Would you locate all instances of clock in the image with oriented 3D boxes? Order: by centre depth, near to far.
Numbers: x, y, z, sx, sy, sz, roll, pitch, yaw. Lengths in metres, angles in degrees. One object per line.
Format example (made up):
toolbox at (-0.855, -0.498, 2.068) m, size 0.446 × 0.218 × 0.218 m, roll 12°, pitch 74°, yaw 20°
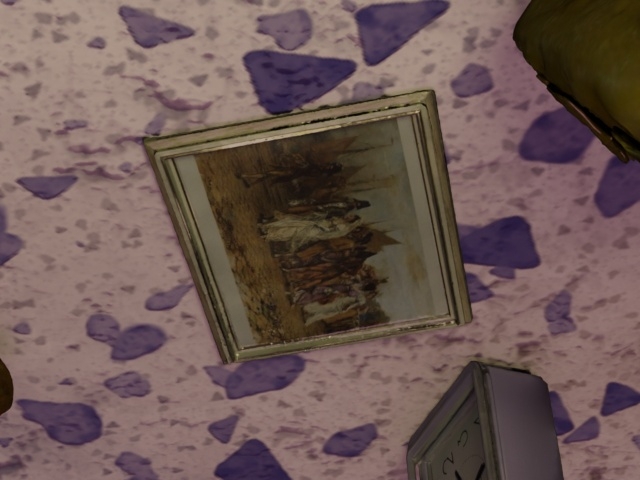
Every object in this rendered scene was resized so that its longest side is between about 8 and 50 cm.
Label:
clock at (0.137, 0.216, 1.488) m, size 0.073 × 0.193 × 0.144 m, roll 14°, pitch 134°, yaw -19°

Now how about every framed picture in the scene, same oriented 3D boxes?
framed picture at (0.000, 0.000, 1.358) m, size 0.217 × 0.017 × 0.274 m, roll -11°, pitch 138°, yaw 5°

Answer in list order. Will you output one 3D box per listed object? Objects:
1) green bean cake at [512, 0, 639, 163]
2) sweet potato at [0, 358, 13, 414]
green bean cake at (0.292, -0.156, 1.065) m, size 0.202 × 0.285 × 0.310 m, roll 39°, pitch 99°, yaw -17°
sweet potato at (-0.307, 0.052, 1.342) m, size 0.077 × 0.077 × 0.243 m, roll -16°, pitch 135°, yaw 11°
